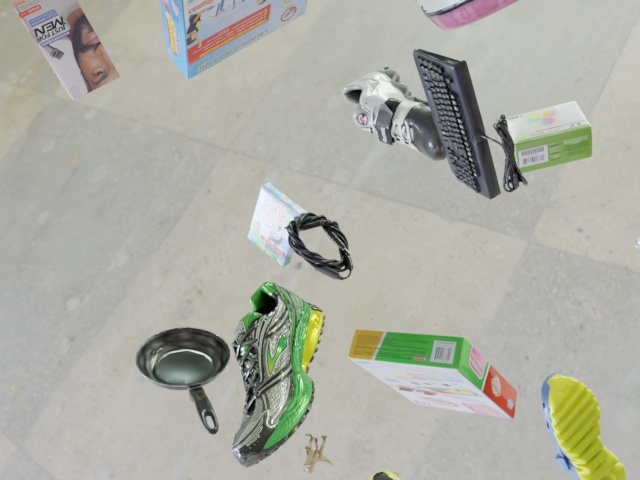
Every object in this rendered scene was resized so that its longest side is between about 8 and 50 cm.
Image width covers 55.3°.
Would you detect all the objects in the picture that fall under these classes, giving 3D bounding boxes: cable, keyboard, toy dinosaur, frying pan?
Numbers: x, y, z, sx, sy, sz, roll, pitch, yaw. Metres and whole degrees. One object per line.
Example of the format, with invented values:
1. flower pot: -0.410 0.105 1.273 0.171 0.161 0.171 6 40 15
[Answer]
1. cable: 0.000 0.000 1.352 0.047 0.184 0.151 -36 38 41
2. keyboard: 0.265 -0.184 1.070 0.033 0.317 0.201 -44 45 -11
3. toy dinosaur: -0.014 0.532 1.522 0.053 0.183 0.093 2 78 20
4. frying pan: -0.244 0.276 1.257 0.326 0.053 0.197 28 35 35

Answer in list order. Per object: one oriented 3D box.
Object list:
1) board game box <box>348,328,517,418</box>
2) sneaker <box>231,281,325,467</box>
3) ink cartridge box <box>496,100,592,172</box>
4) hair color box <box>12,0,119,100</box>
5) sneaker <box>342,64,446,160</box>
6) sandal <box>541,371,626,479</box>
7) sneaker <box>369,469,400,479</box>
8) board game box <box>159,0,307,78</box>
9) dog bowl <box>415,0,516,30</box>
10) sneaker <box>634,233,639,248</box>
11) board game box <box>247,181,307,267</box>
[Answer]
1. board game box: 0.240 0.280 1.270 0.242 0.316 0.064 -1 60 36
2. sneaker: -0.097 0.212 1.011 0.134 0.146 0.343 -41 23 31
3. ink cartridge box: 0.569 -0.303 1.591 0.188 0.097 0.255 -13 42 11
4. hair color box: -0.419 -0.331 1.015 0.093 0.167 0.053 -32 39 -11
5. sneaker: 0.154 -0.262 1.343 0.146 0.122 0.330 -20 44 -13
6. sandal: 0.548 0.422 1.342 0.126 0.317 0.138 -29 17 -13
7. sneaker: 0.122 0.440 1.025 0.081 0.208 0.094 -20 34 5
8. board game box: -0.151 -0.481 1.146 0.308 0.302 0.086 -35 83 -17
9. dog bowl: 0.344 -0.546 1.135 0.408 0.150 0.408 -30 18 11
10. sneaker: 0.787 -0.030 1.362 0.104 0.236 0.095 30 80 23
11. board game box: -0.133 -0.045 1.831 0.160 0.211 0.039 38 41 20
